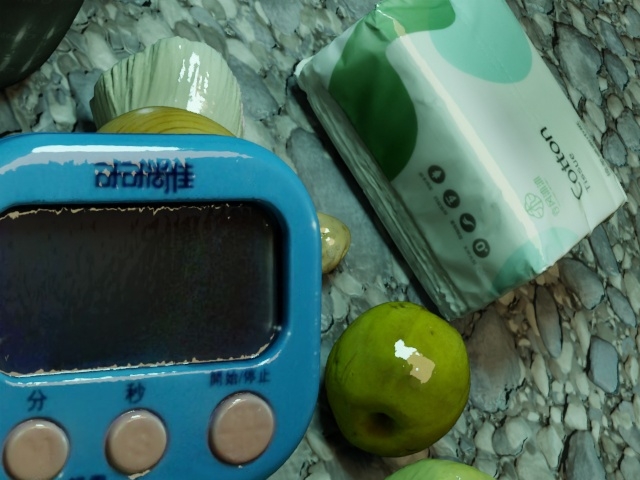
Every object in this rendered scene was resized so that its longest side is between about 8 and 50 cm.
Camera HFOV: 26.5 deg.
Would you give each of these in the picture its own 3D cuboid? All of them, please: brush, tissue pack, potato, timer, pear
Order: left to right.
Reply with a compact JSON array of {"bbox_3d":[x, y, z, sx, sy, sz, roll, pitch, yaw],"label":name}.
[{"bbox_3d":[-0.162,0.065,1.124,0.340,0.115,0.309,-2,97,-28],"label":"timer"},{"bbox_3d":[-0.111,-0.051,1.322,0.266,0.174,0.166,42,33,-27],"label":"brush"},{"bbox_3d":[0.000,0.000,1.471,0.083,0.062,0.068,-33,105,-70],"label":"potato"},{"bbox_3d":[0.081,0.137,1.388,0.149,0.149,0.162,43,46,-14],"label":"pear"},{"bbox_3d":[0.169,-0.122,1.600,0.266,0.194,0.356,-31,88,-50],"label":"tissue pack"}]

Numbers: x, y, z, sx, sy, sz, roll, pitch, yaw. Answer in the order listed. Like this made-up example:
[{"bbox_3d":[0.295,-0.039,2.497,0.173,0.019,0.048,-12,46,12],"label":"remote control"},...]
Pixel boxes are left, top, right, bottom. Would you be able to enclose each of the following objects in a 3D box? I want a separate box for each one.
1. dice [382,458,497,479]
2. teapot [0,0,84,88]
[{"bbox_3d":[0.108,0.321,1.278,0.169,0.166,0.169,45,42,-12],"label":"dice"},{"bbox_3d":[-0.250,-0.280,1.236,0.305,0.285,0.223,14,56,-36],"label":"teapot"}]
